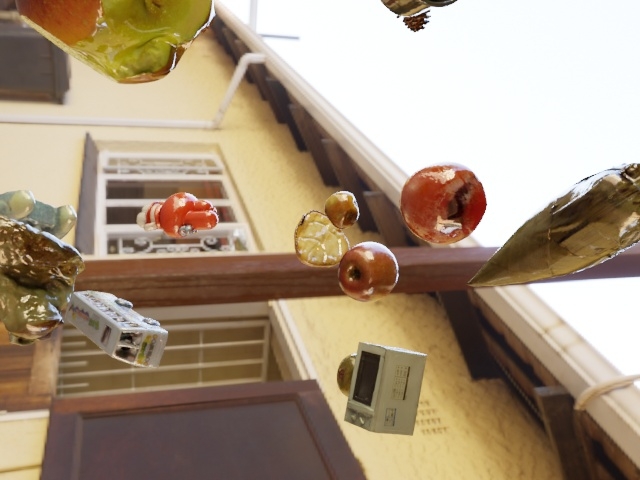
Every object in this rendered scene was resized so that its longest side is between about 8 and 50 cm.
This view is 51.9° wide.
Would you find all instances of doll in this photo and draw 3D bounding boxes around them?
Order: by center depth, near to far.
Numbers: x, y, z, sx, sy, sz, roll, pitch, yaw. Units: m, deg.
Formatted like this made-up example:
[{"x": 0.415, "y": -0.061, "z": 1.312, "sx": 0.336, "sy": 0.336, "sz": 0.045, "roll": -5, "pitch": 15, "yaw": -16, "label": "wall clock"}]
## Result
[{"x": -0.446, "y": -0.079, "z": 2.096, "sx": 0.161, "sy": 0.291, "sz": 0.129, "roll": -67, "pitch": 149, "yaw": -43, "label": "doll"}]

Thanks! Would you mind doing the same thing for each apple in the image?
[{"x": -0.393, "y": -0.478, "z": 1.298, "sx": 0.383, "sy": 0.375, "sz": 0.374, "roll": -100, "pitch": -162, "yaw": -50, "label": "apple"}, {"x": 0.134, "y": 0.094, "z": 1.916, "sx": 0.181, "sy": 0.168, "sz": 0.180, "roll": 4, "pitch": -83, "yaw": 36, "label": "apple"}, {"x": 0.067, "y": -0.094, "z": 2.021, "sx": 0.099, "sy": 0.102, "sz": 0.114, "roll": 44, "pitch": 18, "yaw": -47, "label": "apple"}]

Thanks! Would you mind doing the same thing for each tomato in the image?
[{"x": 0.304, "y": -0.092, "z": 1.605, "sx": 0.184, "sy": 0.208, "sz": 0.208, "roll": -1, "pitch": -89, "yaw": 58, "label": "tomato"}]

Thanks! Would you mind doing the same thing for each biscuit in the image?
[{"x": -0.004, "y": 0.002, "z": 2.169, "sx": 0.203, "sy": 0.260, "sz": 0.041, "roll": 49, "pitch": -49, "yaw": -5, "label": "biscuit"}]

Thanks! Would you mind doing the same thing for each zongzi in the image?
[{"x": 0.449, "y": -0.005, "z": 1.256, "sx": 0.159, "sy": 0.361, "sz": 0.323, "roll": 65, "pitch": 6, "yaw": 13, "label": "zongzi"}]

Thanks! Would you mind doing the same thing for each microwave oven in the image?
[{"x": 0.164, "y": 0.374, "z": 1.666, "sx": 0.122, "sy": 0.162, "sz": 0.208, "roll": 2, "pitch": -101, "yaw": 56, "label": "microwave oven"}]

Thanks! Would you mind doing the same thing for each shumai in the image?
[{"x": -0.610, "y": 0.071, "z": 1.264, "sx": 0.222, "sy": 0.272, "sz": 0.203, "roll": 127, "pitch": -15, "yaw": -64, "label": "shumai"}]

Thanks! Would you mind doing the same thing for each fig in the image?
[{"x": 0.138, "y": 0.412, "z": 1.975, "sx": 0.142, "sy": 0.186, "sz": 0.147, "roll": -32, "pitch": -140, "yaw": 38, "label": "fig"}]

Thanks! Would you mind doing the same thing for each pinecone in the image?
[{"x": 0.245, "y": -0.602, "z": 1.724, "sx": 0.109, "sy": 0.102, "sz": 0.102, "roll": 64, "pitch": -12, "yaw": -16, "label": "pinecone"}]

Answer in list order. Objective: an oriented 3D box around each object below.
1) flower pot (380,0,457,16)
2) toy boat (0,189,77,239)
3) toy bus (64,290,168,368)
[{"x": 0.161, "y": -0.455, "z": 1.117, "sx": 0.107, "sy": 0.158, "sz": 0.157, "roll": 170, "pitch": -81, "yaw": -65, "label": "flower pot"}, {"x": -0.796, "y": -0.022, "z": 1.727, "sx": 0.330, "sy": 0.215, "sz": 0.123, "roll": -15, "pitch": -113, "yaw": 30, "label": "toy boat"}, {"x": -0.516, "y": 0.216, "z": 1.652, "sx": 0.330, "sy": 0.136, "sz": 0.108, "roll": 19, "pitch": -91, "yaw": 46, "label": "toy bus"}]
